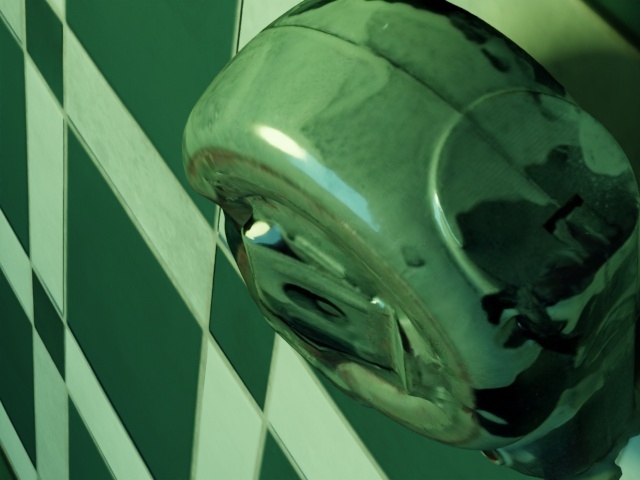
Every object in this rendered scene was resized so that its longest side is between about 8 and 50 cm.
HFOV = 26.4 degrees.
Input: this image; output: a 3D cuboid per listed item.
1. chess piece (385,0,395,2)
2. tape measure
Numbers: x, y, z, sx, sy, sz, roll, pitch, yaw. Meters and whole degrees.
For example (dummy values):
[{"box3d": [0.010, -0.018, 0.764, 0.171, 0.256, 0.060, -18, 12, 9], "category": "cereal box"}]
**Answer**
[{"box3d": [0.085, -0.279, 0.580, 0.182, 0.182, 0.330, 7, 106, 62], "category": "chess piece"}, {"box3d": [0.050, -0.002, 0.728, 0.275, 0.147, 0.256, 34, 157, 30], "category": "tape measure"}]
